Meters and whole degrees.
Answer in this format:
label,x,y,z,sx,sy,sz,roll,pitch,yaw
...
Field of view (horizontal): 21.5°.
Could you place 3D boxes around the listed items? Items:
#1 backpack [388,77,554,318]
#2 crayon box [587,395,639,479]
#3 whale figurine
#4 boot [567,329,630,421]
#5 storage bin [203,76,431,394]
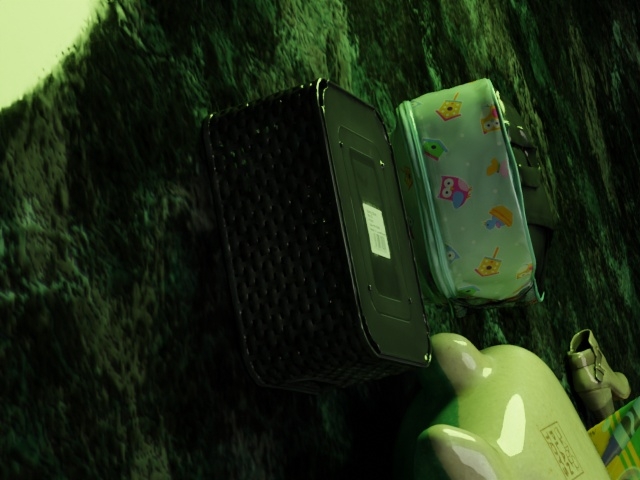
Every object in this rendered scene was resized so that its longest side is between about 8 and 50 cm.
label,x,y,z,sx,sy,sz,roll,pitch,yaw
backpack,0.098,-0.029,1.248,0.188,0.144,0.166,88,-7,-79
crayon box,0.215,0.287,1.214,0.083,0.203,0.323,22,51,-19
whale figurine,0.105,0.170,1.127,0.216,0.141,0.272,63,17,7
boot,0.292,0.134,1.784,0.087,0.042,0.118,67,21,-12
storage bin,0.000,0.000,1.078,0.122,0.084,0.180,21,55,-65
